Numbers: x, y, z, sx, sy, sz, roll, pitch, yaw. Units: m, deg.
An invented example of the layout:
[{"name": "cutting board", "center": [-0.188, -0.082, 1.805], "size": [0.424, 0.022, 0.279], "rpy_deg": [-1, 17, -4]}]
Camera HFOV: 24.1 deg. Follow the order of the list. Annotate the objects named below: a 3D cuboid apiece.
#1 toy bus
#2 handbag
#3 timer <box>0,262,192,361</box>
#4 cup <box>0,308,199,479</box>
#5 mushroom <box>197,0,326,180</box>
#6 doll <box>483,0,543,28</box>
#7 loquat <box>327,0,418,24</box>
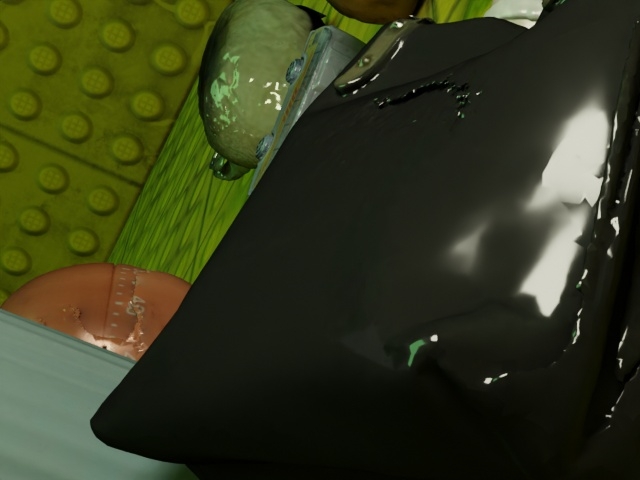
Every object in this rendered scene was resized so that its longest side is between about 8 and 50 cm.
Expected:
[{"name": "toy bus", "center": [-0.010, -0.120, 1.463], "size": [0.075, 0.064, 0.190], "rpy_deg": [-18, 48, 68]}, {"name": "handbag", "center": [0.057, -0.010, 0.665], "size": [0.342, 0.152, 0.288], "rpy_deg": [-14, 46, 58]}, {"name": "timer", "center": [-0.192, 0.133, 1.358], "size": [0.229, 0.215, 0.229], "rpy_deg": [-176, 90, -87]}, {"name": "cup", "center": [-0.165, 0.196, 0.880], "size": [0.331, 0.311, 0.256], "rpy_deg": [-49, 20, 56]}, {"name": "mushroom", "center": [-0.090, -0.187, 1.807], "size": [0.247, 0.130, 0.344], "rpy_deg": [-59, 12, 15]}, {"name": "doll", "center": [0.124, -0.105, 0.814], "size": [0.084, 0.073, 0.127], "rpy_deg": [65, -136, -59]}, {"name": "loquat", "center": [0.053, -0.257, 1.355], "size": [0.137, 0.113, 0.137], "rpy_deg": [178, 90, -83]}]
